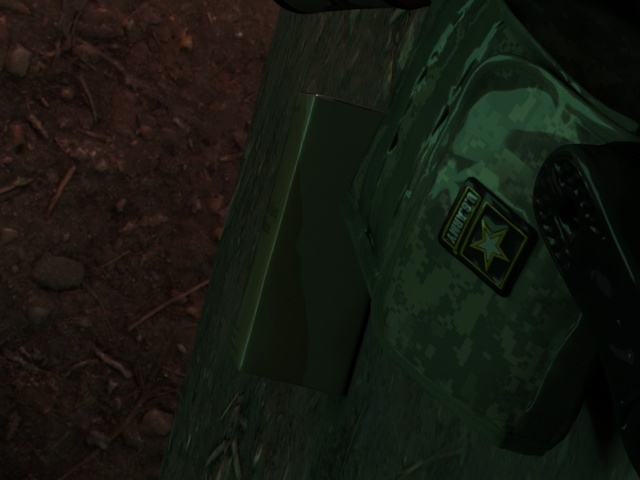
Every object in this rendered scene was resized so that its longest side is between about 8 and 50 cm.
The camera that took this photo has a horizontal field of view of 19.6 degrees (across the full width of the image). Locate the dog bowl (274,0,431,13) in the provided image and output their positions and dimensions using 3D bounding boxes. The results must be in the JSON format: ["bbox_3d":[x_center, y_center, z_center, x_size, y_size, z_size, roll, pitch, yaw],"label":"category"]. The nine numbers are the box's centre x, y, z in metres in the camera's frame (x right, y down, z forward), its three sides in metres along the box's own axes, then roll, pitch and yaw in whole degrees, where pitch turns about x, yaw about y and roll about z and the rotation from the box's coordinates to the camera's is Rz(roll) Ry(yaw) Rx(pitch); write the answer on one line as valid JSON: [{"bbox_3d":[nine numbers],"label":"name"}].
[{"bbox_3d":[0.086,-0.385,1.623,0.408,0.150,0.408,-48,-34,-48],"label":"dog bowl"}]

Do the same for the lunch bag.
[{"bbox_3d":[0.136,-0.031,1.223,0.287,0.169,0.235,-106,34,-57],"label":"lunch bag"}]

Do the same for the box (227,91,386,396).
[{"bbox_3d":[0.000,0.000,2.037,0.148,0.121,0.311,-152,77,-81],"label":"box"}]

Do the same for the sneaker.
[{"bbox_3d":[0.208,0.048,0.969,0.087,0.130,0.227,-52,52,55],"label":"sneaker"}]
